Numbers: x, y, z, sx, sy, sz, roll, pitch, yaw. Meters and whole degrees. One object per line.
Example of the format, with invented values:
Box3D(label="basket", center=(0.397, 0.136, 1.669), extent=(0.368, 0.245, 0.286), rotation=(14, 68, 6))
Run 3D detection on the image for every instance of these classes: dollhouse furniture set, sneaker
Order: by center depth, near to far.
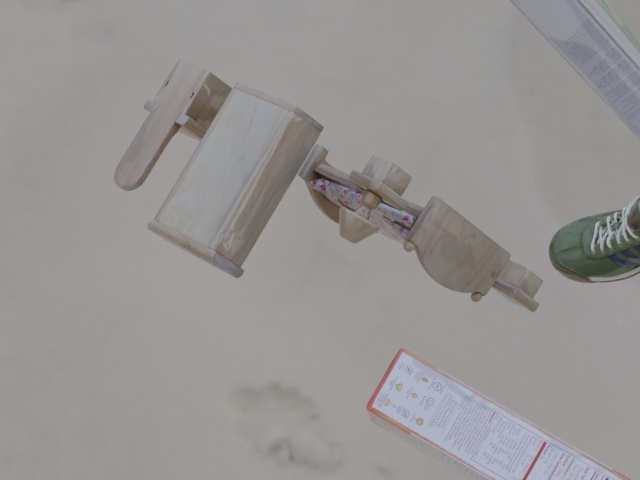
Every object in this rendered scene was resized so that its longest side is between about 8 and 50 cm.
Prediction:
Box3D(label="sneaker", center=(0.271, -0.015, 1.660), extent=(0.192, 0.086, 0.064), rotation=(-7, 62, 27))
Box3D(label="dollhouse furniture set", center=(0.000, 0.000, 2.068), extent=(0.303, 0.355, 0.174), rotation=(26, 83, 47))

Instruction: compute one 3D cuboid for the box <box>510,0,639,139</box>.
Box3D(label="box", center=(0.241, -0.252, 2.033), extent=(0.058, 0.322, 0.232), rotation=(-37, 41, 14))

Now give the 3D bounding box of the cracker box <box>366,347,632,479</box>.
Box3D(label="cracker box", center=(0.156, 0.185, 1.763), extent=(0.232, 0.156, 0.067), rotation=(31, 83, 7))
